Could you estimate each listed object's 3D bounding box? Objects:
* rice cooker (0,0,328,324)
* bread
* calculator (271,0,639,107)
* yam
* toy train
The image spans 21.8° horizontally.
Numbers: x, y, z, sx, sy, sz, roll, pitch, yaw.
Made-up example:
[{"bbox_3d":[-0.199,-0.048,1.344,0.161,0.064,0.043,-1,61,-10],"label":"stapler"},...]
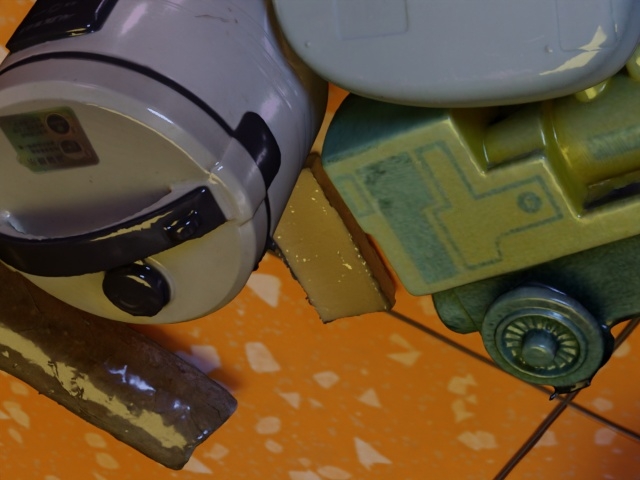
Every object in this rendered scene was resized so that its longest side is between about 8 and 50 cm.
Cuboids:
[{"bbox_3d":[-0.121,-0.071,1.109,0.226,0.244,0.226,12,139,11],"label":"rice cooker"},{"bbox_3d":[0.000,0.000,1.280,0.068,0.028,0.153,-11,126,31],"label":"bread"},{"bbox_3d":[0.098,-0.173,1.000,0.295,0.042,0.184,-4,96,28],"label":"calculator"},{"bbox_3d":[-0.200,0.105,1.423,0.259,0.093,0.093,32,136,-9],"label":"yam"},{"bbox_3d":[0.208,-0.044,1.073,0.369,0.150,0.237,-18,117,33],"label":"toy train"}]
